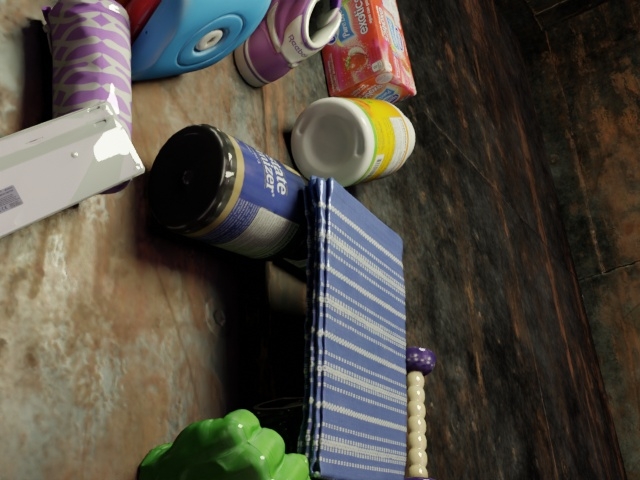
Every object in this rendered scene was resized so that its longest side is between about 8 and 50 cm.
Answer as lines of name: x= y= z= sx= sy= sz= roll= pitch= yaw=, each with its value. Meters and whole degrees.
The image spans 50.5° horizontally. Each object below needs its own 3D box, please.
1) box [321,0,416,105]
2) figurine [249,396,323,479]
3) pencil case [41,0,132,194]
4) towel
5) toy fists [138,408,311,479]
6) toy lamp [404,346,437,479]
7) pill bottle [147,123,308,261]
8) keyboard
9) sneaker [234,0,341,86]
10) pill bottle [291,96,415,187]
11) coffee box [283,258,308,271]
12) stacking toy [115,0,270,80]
box: x=0.080 y=-0.382 z=1.282 sx=0.128 sy=0.123 sz=0.256 roll=18 pitch=57 yaw=-54
figurine: x=0.013 y=0.282 z=0.813 sx=0.215 sy=0.092 sz=0.209 roll=-2 pitch=82 yaw=-60
pencil case: x=-0.229 y=-0.145 z=0.664 sx=0.088 sy=0.086 sz=0.206 roll=1 pitch=65 yaw=-23
towel: x=0.044 y=0.113 z=0.808 sx=0.243 sy=0.040 sz=0.335 roll=33 pitch=53 yaw=-54
toy fists: x=-0.047 y=0.287 z=0.635 sx=0.279 sy=0.142 sz=0.096 roll=66 pitch=29 yaw=-7
toy lamp: x=0.146 y=0.297 z=1.018 sx=0.080 sy=0.080 sz=0.274 roll=43 pitch=40 yaw=-38
pill bottle: x=-0.084 y=-0.044 z=0.800 sx=0.219 sy=0.123 sz=0.122 roll=22 pitch=54 yaw=-53
keyboard: x=-0.257 y=-0.039 z=0.535 sx=0.256 sy=0.014 sz=0.072 roll=-34 pitch=109 yaw=-39
sneaker: x=-0.029 y=-0.360 z=1.052 sx=0.102 sy=0.161 sz=0.282 roll=42 pitch=38 yaw=-38
pill bottle: x=0.067 y=-0.164 z=1.112 sx=0.246 sy=0.136 sz=0.136 roll=-20 pitch=89 yaw=-61
coffee box: x=0.000 y=0.000 z=0.996 sx=0.184 sy=0.040 sz=0.113 roll=31 pitch=47 yaw=-47
stacking toy: x=-0.210 y=-0.347 z=0.780 sx=0.301 sy=0.175 sz=0.166 roll=55 pitch=40 yaw=4
